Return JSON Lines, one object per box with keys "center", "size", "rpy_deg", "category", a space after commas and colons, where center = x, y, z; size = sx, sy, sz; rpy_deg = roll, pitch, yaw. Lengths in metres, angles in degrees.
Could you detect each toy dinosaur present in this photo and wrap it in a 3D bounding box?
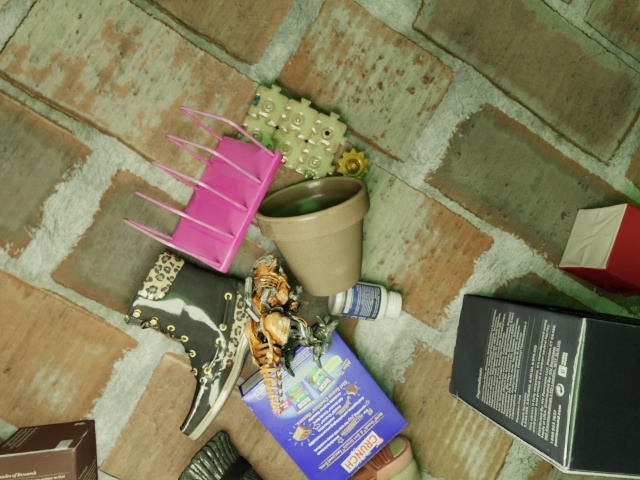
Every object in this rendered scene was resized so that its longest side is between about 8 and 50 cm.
{"center": [-0.097, 0.190, 1.046], "size": [0.218, 0.164, 0.322], "rpy_deg": [40, 59, -45], "category": "toy dinosaur"}

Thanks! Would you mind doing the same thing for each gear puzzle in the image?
{"center": [-0.028, -0.249, 1.245], "size": [0.339, 0.044, 0.175], "rpy_deg": [23, 92, -9], "category": "gear puzzle"}

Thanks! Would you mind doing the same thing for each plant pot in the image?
{"center": [0.000, 0.000, 1.157], "size": [0.263, 0.263, 0.229], "rpy_deg": [-18, 112, -11], "category": "plant pot"}

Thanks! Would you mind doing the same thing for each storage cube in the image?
{"center": [0.805, 0.030, 1.334], "size": [0.193, 0.183, 0.215], "rpy_deg": [24, 85, -9], "category": "storage cube"}

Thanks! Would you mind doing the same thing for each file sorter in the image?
{"center": [-0.263, -0.117, 1.077], "size": [0.182, 0.202, 0.290], "rpy_deg": [32, 83, -53], "category": "file sorter"}

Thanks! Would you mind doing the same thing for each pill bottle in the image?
{"center": [0.111, 0.151, 1.240], "size": [0.169, 0.094, 0.094], "rpy_deg": [10, 87, -11], "category": "pill bottle"}

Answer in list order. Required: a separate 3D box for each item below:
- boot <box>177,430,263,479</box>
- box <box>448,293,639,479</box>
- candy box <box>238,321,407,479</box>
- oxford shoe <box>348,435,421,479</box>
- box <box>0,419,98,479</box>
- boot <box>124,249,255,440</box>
{"center": [-0.185, 0.557, 1.033], "size": [0.131, 0.348, 0.260], "rpy_deg": [-42, 87, -8], "category": "boot"}
{"center": [0.634, 0.314, 1.150], "size": [0.480, 0.472, 0.297], "rpy_deg": [9, 86, -11], "category": "box"}
{"center": [0.005, 0.400, 1.203], "size": [0.268, 0.122, 0.317], "rpy_deg": [-38, 95, -10], "category": "candy box"}
{"center": [0.079, 0.648, 1.207], "size": [0.397, 0.140, 0.146], "rpy_deg": [-28, 99, -9], "category": "oxford shoe"}
{"center": [-0.584, 0.520, 1.060], "size": [0.167, 0.168, 0.203], "rpy_deg": [-3, 89, -11], "category": "box"}
{"center": [-0.308, 0.228, 1.134], "size": [0.284, 0.138, 0.377], "rpy_deg": [27, 80, -11], "category": "boot"}
